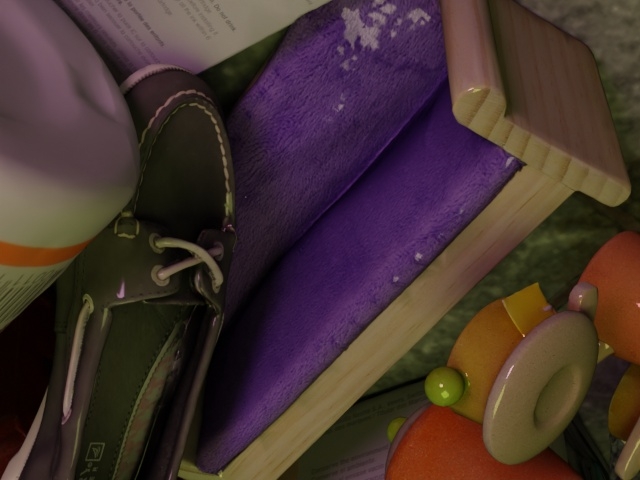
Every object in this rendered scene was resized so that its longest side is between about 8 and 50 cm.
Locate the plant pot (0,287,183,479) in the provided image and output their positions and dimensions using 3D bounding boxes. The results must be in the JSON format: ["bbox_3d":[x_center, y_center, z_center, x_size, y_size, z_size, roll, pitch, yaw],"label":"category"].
[{"bbox_3d":[-0.240,0.182,0.888,0.235,0.267,0.267,-33,122,10],"label":"plant pot"}]

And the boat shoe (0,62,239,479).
[{"bbox_3d":[-0.100,0.073,0.712,0.112,0.095,0.335,8,103,-49],"label":"boat shoe"}]

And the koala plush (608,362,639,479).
[{"bbox_3d":[0.313,0.161,0.909,0.196,0.203,0.221,-11,150,22],"label":"koala plush"}]

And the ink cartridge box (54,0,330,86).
[{"bbox_3d":[-0.155,-0.145,0.719,0.332,0.065,0.165,-23,125,22],"label":"ink cartridge box"}]

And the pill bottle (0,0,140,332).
[{"bbox_3d":[-0.295,0.025,0.640,0.224,0.224,0.392,38,111,-26],"label":"pill bottle"}]

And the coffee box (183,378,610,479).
[{"bbox_3d":[0.082,0.351,0.946,0.337,0.338,0.334,-22,126,20],"label":"coffee box"}]

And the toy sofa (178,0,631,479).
[{"bbox_3d":[0.000,0.000,0.778,0.177,0.150,0.362,27,126,-21],"label":"toy sofa"}]

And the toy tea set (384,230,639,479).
[{"bbox_3d":[0.157,0.065,0.763,0.336,0.124,0.200,-22,128,-38],"label":"toy tea set"}]
